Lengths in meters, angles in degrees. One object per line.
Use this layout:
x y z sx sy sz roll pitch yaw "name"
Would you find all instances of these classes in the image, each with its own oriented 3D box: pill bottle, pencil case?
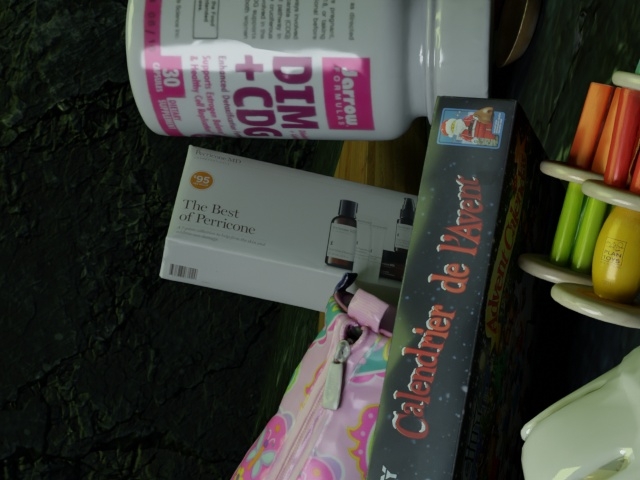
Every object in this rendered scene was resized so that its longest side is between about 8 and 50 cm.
-0.002 -0.162 0.951 0.160 0.283 0.161 2 -90 -80 "pill bottle"
-0.005 0.172 0.852 0.284 0.124 0.124 -61 7 5 "pencil case"

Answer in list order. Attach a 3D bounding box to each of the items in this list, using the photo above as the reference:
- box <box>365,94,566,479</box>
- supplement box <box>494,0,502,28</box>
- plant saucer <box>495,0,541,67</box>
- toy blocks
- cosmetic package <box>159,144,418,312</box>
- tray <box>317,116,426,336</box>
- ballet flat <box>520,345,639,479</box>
0.082 0.059 0.626 0.159 0.044 0.233 36 -116 -66 "box"
0.130 -0.213 1.057 0.083 0.054 0.043 -158 81 -84 "supplement box"
0.156 -0.174 0.905 0.083 0.015 0.084 -168 90 -85 "plant saucer"
0.143 -0.045 0.541 0.123 0.054 0.148 -107 30 -78 "toy blocks"
0.000 0.000 0.928 0.060 0.238 0.099 108 172 -51 "cosmetic package"
0.055 -0.011 1.275 0.411 0.076 0.203 -86 10 -54 "tray"
0.101 0.105 0.350 0.108 0.106 0.316 -86 11 -59 "ballet flat"
